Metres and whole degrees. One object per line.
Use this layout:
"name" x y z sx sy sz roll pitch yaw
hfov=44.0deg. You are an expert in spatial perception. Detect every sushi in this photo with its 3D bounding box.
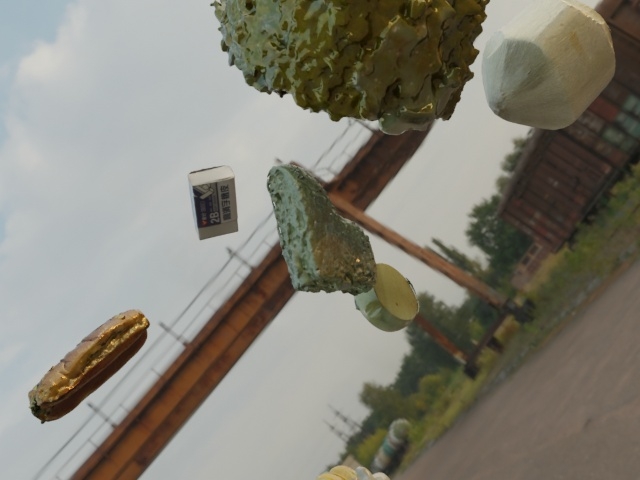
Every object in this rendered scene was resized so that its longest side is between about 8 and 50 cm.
"sushi" 0.049 -0.319 1.172 0.396 0.351 0.240 -7 -57 -43

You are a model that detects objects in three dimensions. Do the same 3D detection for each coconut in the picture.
"coconut" 0.441 -0.342 1.578 0.266 0.237 0.237 -45 -14 -5

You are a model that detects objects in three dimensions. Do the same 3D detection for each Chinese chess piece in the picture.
"Chinese chess piece" 0.171 0.151 2.092 0.083 0.188 0.188 -40 -4 33

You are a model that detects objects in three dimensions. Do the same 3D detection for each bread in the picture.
"bread" 0.000 0.000 1.092 0.064 0.232 0.172 -24 25 35

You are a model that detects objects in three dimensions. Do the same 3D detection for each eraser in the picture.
"eraser" -0.298 -0.103 2.219 0.124 0.068 0.210 -15 -44 -16

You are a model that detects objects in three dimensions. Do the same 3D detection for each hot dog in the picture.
"hot dog" -0.400 0.213 1.385 0.269 0.072 0.115 -42 -11 -46

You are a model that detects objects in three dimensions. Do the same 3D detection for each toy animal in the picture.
"toy animal" 0.100 0.643 1.862 0.183 0.247 0.310 -28 -12 1
